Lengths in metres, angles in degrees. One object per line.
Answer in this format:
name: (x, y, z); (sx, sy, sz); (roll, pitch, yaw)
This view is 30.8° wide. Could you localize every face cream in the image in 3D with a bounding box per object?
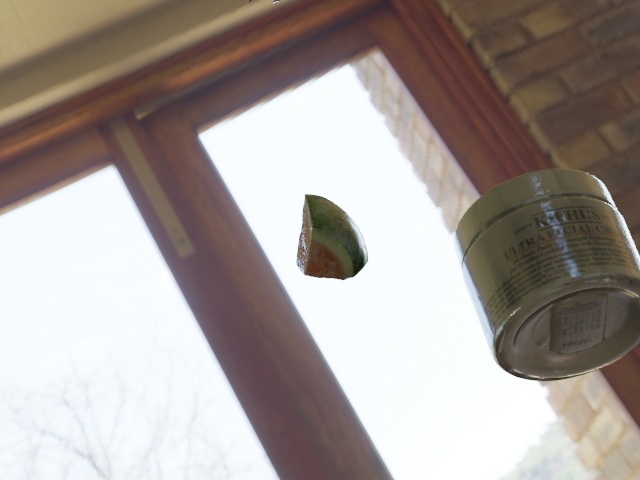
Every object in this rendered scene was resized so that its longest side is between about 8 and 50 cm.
face cream: (0.240, 0.039, 1.196); (0.177, 0.153, 0.177); (-9, -40, -8)

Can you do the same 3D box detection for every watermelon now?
watermelon: (0.002, -0.001, 1.133); (0.072, 0.092, 0.084); (-34, 1, 1)

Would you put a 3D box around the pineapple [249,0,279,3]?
pineapple: (-0.076, -0.338, 1.270); (0.137, 0.161, 0.176); (-26, -14, -42)
